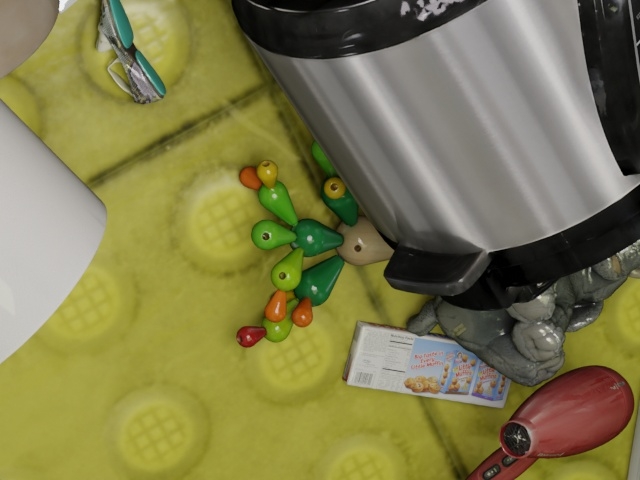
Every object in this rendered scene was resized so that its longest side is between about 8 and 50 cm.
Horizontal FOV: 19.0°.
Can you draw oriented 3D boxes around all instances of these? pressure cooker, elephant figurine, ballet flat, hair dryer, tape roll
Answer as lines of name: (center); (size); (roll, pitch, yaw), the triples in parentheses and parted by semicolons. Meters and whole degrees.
pressure cooker: (0.161, -0.168, 1.688); (0.370, 0.375, 0.420); (-29, 125, 6)
elephant figurine: (0.240, 0.029, 1.906); (0.239, 0.186, 0.169); (-36, 153, -37)
ballet flat: (-0.184, -0.174, 1.764); (0.041, 0.041, 0.114); (-30, 111, -8)
hair dryer: (0.216, 0.211, 1.887); (0.223, 0.293, 0.080); (-40, 72, -6)
tape roll: (-0.328, -0.003, 1.653); (0.246, 0.246, 0.169); (-43, 113, -2)

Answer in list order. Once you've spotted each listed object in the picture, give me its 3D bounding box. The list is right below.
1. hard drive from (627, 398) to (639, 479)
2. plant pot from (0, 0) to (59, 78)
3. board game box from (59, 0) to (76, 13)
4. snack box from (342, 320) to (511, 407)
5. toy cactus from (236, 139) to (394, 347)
hard drive: (0.427, 0.302, 2.098); (0.203, 0.040, 0.307); (1, 105, -18)
plant pot: (-0.356, -0.269, 1.559); (0.323, 0.323, 0.280); (-30, 128, -8)
board game box: (-0.211, -0.294, 1.725); (0.154, 0.026, 0.103); (-41, 114, -3)
snack box: (0.114, 0.128, 1.954); (0.178, 0.022, 0.064); (10, 101, -20)
toy cactus: (0.000, 0.000, 1.854); (0.180, 0.112, 0.219); (2, 103, -38)
